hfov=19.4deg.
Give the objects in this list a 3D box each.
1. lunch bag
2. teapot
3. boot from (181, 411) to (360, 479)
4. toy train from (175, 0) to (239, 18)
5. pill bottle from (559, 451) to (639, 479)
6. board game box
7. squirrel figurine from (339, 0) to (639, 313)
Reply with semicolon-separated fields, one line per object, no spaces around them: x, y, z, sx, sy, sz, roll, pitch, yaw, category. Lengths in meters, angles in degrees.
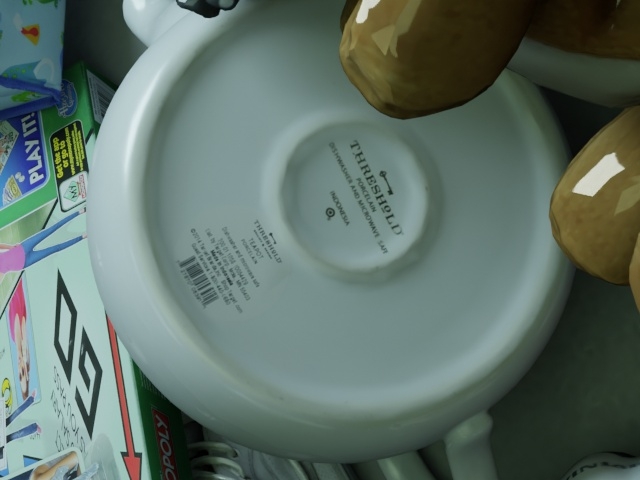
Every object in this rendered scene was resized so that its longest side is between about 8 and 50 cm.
-0.216;-0.132;1.039;0.151;0.096;0.129;-10;71;43;lunch bag
0.000;0.000;0.934;0.252;0.187;0.256;16;76;-8;teapot
-0.046;0.119;0.983;0.095;0.123;0.258;-41;79;18;boot
-0.058;-0.227;0.894;0.334;0.142;0.190;47;117;55;toy train
0.134;0.193;0.917;0.130;0.130;0.246;43;106;13;pill bottle
-0.178;0.082;0.995;0.213;0.046;0.317;-27;54;19;board game box
0.244;-0.123;0.729;0.370;0.281;0.397;31;91;-4;squirrel figurine
